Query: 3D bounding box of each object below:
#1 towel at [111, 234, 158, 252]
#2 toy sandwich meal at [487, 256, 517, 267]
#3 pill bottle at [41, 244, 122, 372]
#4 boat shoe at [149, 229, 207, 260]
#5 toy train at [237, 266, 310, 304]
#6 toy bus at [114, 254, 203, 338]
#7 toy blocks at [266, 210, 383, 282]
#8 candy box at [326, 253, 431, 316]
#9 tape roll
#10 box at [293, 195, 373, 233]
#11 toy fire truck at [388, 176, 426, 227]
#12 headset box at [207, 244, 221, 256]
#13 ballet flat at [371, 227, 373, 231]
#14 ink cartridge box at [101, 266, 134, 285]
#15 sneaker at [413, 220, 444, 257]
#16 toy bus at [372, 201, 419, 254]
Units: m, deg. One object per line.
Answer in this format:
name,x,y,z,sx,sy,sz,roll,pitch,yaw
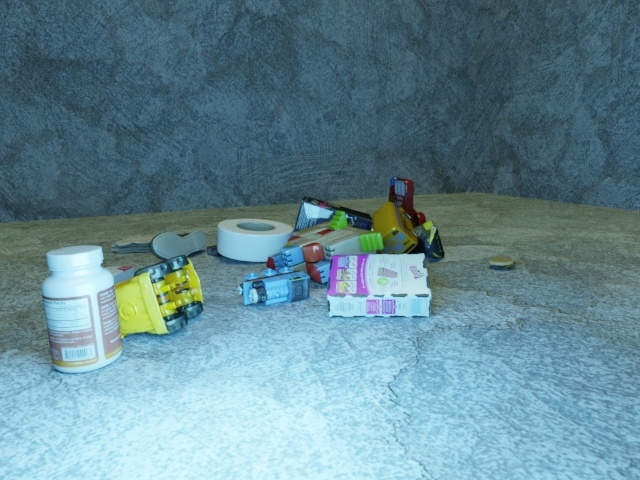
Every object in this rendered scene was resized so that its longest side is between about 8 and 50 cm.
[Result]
towel,-0.725,0.009,1.982,0.282,0.049,0.187,-2,11,-3
toy sandwich meal,0.566,0.072,1.449,0.085,0.029,0.085,-6,14,1
pill bottle,-0.445,0.123,0.865,0.121,0.216,0.121,-2,10,0
boat shoe,-0.548,0.025,1.745,0.095,0.112,0.335,-17,0,17
toy train,-0.118,0.120,1.200,0.184,0.080,0.105,-8,18,-30
toy bus,-0.398,0.137,1.054,0.211,0.150,0.220,-17,6,10
toy blocks,-0.014,0.038,1.435,0.260,0.191,0.381,-20,16,-23
candy box,0.136,0.105,1.102,0.233,0.071,0.159,-1,35,7
tape roll,-0.245,-0.007,1.741,0.286,0.100,0.286,4,14,-1
box,0.046,-0.058,1.735,0.270,0.143,0.165,16,12,-2
toy fire truck,0.364,-0.159,2.097,0.169,0.254,0.302,-3,11,-5
headset box,-0.396,0.038,1.800,0.083,0.032,0.062,7,13,43
ballet flat,0.207,-0.025,1.906,0.080,0.073,0.232,-8,13,-27
ink cartridge box,-0.638,0.117,1.349,0.150,0.063,0.109,-1,11,8
sneaker,0.372,0.008,1.685,0.121,0.111,0.300,-17,7,10
toy bus,0.260,-0.039,1.653,0.130,0.108,0.333,40,20,-13
